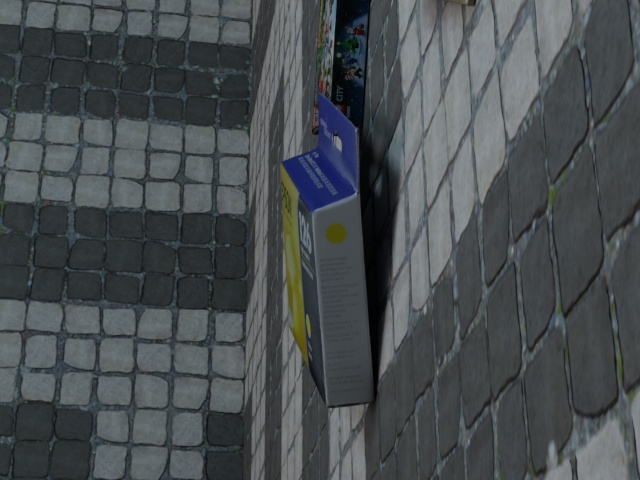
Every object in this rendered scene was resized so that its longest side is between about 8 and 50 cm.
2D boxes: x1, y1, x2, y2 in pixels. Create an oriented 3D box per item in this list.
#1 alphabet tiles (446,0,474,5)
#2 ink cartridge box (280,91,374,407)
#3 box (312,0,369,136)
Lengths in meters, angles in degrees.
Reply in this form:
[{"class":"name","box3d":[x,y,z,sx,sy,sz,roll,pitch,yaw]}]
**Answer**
[{"class":"alphabet tiles","box3d":[0.095,-0.321,1.206,0.237,0.009,0.198,-146,59,-65]},{"class":"ink cartridge box","box3d":[0.000,0.000,1.552,0.303,0.072,0.307,-120,24,-75]},{"class":"box","box3d":[0.026,-0.258,1.723,0.159,0.044,0.233,168,106,-81]}]
